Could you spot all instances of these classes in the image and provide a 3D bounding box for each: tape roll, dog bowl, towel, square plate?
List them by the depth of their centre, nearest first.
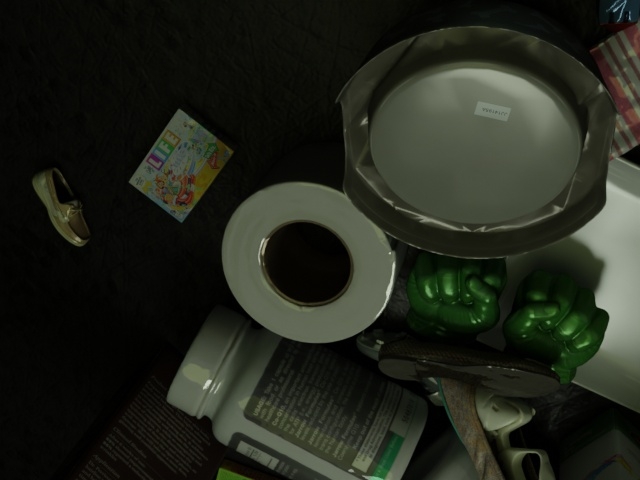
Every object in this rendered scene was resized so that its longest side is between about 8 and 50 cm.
[{"bbox_3d":[0.187,-0.134,1.165,0.349,0.102,0.348,7,136,7],"label":"dog bowl"},{"bbox_3d":[0.365,-0.178,1.237,0.197,0.029,0.144,-32,94,13],"label":"towel"},{"bbox_3d":[0.429,0.061,1.353,0.347,0.049,0.344,24,119,3],"label":"square plate"},{"bbox_3d":[0.000,0.000,1.370,0.246,0.169,0.246,5,115,12],"label":"tape roll"}]

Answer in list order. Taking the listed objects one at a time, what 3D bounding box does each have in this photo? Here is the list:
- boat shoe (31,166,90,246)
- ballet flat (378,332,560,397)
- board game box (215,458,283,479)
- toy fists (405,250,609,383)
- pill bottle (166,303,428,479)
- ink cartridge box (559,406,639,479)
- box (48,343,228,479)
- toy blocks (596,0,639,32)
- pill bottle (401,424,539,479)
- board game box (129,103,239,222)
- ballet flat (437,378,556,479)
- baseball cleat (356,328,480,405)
[{"bbox_3d":[-0.401,-0.054,1.519,0.045,0.050,0.135,-24,106,29],"label":"boat shoe"},{"bbox_3d":[0.203,0.167,1.325,0.250,0.058,0.084,5,141,18],"label":"ballet flat"},{"bbox_3d":[-0.064,0.478,1.684,0.260,0.039,0.124,20,118,8],"label":"board game box"},{"bbox_3d":[0.254,0.095,1.336,0.279,0.096,0.142,20,119,10],"label":"toy fists"},{"bbox_3d":[-0.037,0.253,1.477,0.361,0.204,0.204,28,118,1],"label":"pill bottle"},{"bbox_3d":[0.447,0.406,1.377,0.201,0.278,0.117,45,116,-7],"label":"ink cartridge box"},{"bbox_3d":[-0.278,0.348,1.485,0.191,0.381,0.143,45,119,-7],"label":"box"},{"bbox_3d":[0.470,-0.354,1.095,0.382,0.190,0.260,-1,126,11],"label":"toy blocks"},{"bbox_3d":[0.298,0.485,1.455,0.408,0.229,0.229,42,118,3],"label":"pill bottle"},{"bbox_3d":[-0.206,-0.114,1.452,0.103,0.026,0.154,38,118,-4],"label":"board game box"},{"bbox_3d":[0.262,0.287,1.340,0.106,0.108,0.315,-38,64,40],"label":"ballet flat"},{"bbox_3d":[0.152,0.200,1.478,0.206,0.072,0.109,10,116,11],"label":"baseball cleat"}]
